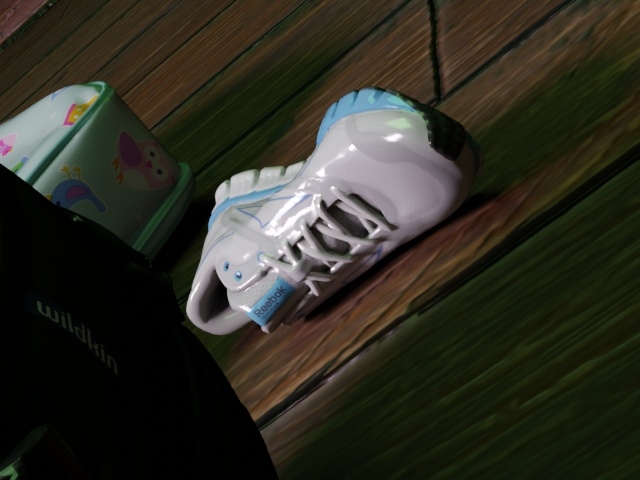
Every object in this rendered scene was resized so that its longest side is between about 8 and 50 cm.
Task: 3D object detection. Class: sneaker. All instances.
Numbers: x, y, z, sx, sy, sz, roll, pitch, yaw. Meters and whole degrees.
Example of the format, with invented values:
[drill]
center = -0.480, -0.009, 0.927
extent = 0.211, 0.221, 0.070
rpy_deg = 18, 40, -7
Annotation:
[sneaker]
center = 0.000, 0.000, 0.685
extent = 0.191, 0.071, 0.083
rpy_deg = -32, 26, 55

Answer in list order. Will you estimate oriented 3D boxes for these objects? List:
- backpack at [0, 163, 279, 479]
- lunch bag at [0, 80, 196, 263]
[backpack]
center = -0.108, 0.084, 0.460
extent = 0.191, 0.225, 0.253
rpy_deg = -37, 25, 11
[lunch bag]
center = -0.214, 0.027, 0.996
extent = 0.279, 0.108, 0.224
rpy_deg = -18, 34, 54
